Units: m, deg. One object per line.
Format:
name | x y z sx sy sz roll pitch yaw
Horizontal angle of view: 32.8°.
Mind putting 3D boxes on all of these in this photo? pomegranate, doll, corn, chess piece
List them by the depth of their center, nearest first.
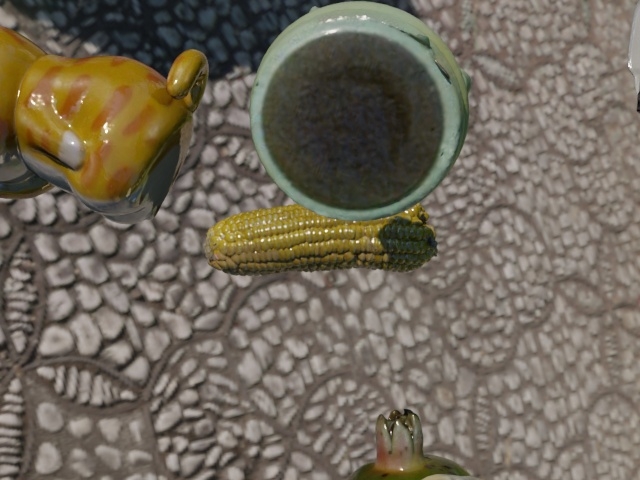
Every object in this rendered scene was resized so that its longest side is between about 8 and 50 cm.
chess piece | 0.045 -0.136 0.949 0.176 0.176 0.298 55 17 -13
doll | -0.249 -0.110 1.018 0.270 0.166 0.162 10 79 1
pomegranate | 0.093 0.283 1.156 0.180 0.180 0.209 -18 105 -46
corn | 0.000 0.000 1.368 0.292 0.101 0.101 -5 75 -6

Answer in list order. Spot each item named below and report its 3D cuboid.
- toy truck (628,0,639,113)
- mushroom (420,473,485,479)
toy truck | 0.364 -0.155 0.867 0.177 0.213 0.161 15 83 -52
mushroom | 0.151 0.255 0.495 0.351 0.097 0.109 54 20 23
